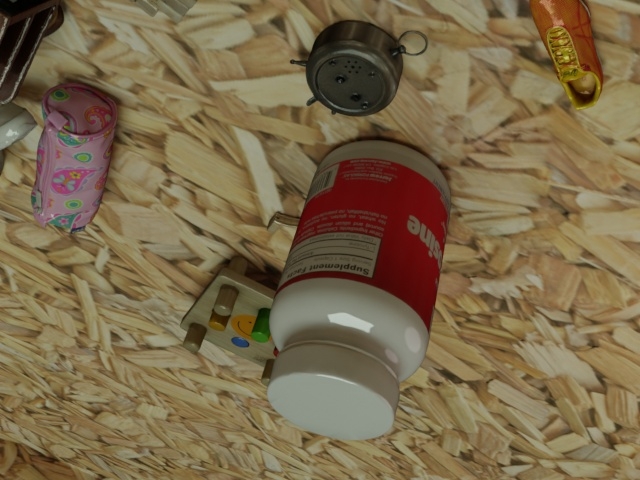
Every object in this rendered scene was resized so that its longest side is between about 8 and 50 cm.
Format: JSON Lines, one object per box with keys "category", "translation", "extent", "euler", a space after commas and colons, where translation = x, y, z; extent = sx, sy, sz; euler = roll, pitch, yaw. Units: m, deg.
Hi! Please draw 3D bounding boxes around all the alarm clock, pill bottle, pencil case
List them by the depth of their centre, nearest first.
{"category": "alarm clock", "translation": [0.060, -0.235, 1.049], "extent": [0.192, 0.064, 0.129], "euler": [-20, 129, 33]}
{"category": "pill bottle", "translation": [0.057, 0.066, 1.134], "extent": [0.228, 0.408, 0.229], "euler": [10, 142, 8]}
{"category": "pencil case", "translation": [-0.418, -0.131, 1.298], "extent": [0.124, 0.124, 0.284], "euler": [24, 141, -9]}

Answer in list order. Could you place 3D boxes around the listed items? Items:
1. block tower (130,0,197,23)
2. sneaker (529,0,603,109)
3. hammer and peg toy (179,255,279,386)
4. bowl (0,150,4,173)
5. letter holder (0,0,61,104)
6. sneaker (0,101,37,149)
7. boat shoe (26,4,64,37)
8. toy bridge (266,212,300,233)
{"category": "block tower", "translation": [-0.115, -0.390, 0.896], "extent": [0.091, 0.097, 0.335], "euler": [35, 140, -22]}
{"category": "sneaker", "translation": [0.308, -0.236, 0.950], "extent": [0.064, 0.067, 0.175], "euler": [-16, 130, 36]}
{"category": "hammer and peg toy", "translation": [-0.089, 0.199, 1.576], "extent": [0.361, 0.127, 0.266], "euler": [28, 141, -14]}
{"category": "bowl", "translation": [-0.617, -0.158, 1.346], "extent": [0.142, 0.142, 0.053], "euler": [31, 101, -21]}
{"category": "letter holder", "translation": [-0.539, -0.310, 1.017], "extent": [0.301, 0.152, 0.214], "euler": [33, 119, -9]}
{"category": "sneaker", "translation": [-0.541, -0.213, 1.230], "extent": [0.232, 0.090, 0.115], "euler": [17, 138, 38]}
{"category": "boat shoe", "translation": [-0.465, -0.315, 1.138], "extent": [0.206, 0.073, 0.073], "euler": [-5, 175, 13]}
{"category": "toy bridge", "translation": [0.000, 0.000, 1.383], "extent": [0.188, 0.026, 0.063], "euler": [27, 140, -14]}
